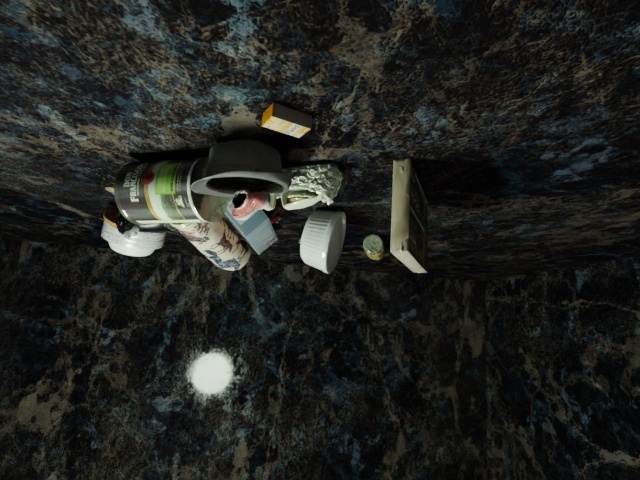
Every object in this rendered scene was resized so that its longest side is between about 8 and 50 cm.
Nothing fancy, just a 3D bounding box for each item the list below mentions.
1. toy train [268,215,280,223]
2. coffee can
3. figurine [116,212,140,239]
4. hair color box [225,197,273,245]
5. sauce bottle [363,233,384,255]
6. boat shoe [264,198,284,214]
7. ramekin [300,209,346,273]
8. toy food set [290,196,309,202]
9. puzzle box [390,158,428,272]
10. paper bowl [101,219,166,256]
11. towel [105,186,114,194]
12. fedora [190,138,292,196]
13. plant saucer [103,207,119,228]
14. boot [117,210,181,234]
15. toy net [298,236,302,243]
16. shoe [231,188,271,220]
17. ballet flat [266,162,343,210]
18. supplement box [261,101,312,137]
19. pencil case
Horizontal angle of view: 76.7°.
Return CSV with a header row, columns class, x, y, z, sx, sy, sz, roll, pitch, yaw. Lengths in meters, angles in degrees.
class,x,y,z,sx,sy,sz,roll,pitch,yaw
toy train,-0.272,-0.085,1.825,0.166,0.046,0.125,-27,-157,-25
coffee can,-0.456,-0.152,1.258,0.275,0.201,0.201,0,168,19
figurine,-0.721,-0.111,1.531,0.092,0.209,0.215,7,168,-15
hair color box,-0.280,-0.073,1.578,0.114,0.185,0.374,-40,172,-8
sauce bottle,0.302,0.050,2.221,0.111,0.111,0.344,2,170,12
boat shoe,-0.197,-0.134,1.579,0.073,0.073,0.207,-3,168,18
ramekin,0.011,-0.004,1.702,0.127,0.272,0.273,14,171,15
toy food set,-0.078,-0.155,1.556,0.083,0.020,0.083,10,167,-27
puzzle box,0.292,-0.056,1.287,0.052,0.272,0.409,0,168,22
paper bowl,-0.912,-0.019,1.976,0.284,0.148,0.284,16,-169,-3
towel,-0.826,-0.199,1.638,0.060,0.009,0.083,4,169,-3
fedora,-0.215,-0.201,1.118,0.276,0.124,0.244,0,172,-17
plant saucer,-0.885,-0.091,1.850,0.200,0.037,0.200,20,-159,-8
boot,-0.665,-0.105,1.741,0.348,0.131,0.260,6,172,-34
toy net,0.000,0.000,2.233,0.232,0.045,0.122,-1,167,22
shoe,-0.224,-0.104,1.155,0.081,0.063,0.178,6,164,-42
ballet flat,-0.128,-0.161,1.269,0.409,0.147,0.147,-1,167,28
supplement box,-0.077,-0.274,0.928,0.098,0.036,0.062,10,168,-28
pencil case,-0.437,-0.028,1.646,0.160,0.183,0.410,-12,146,14
